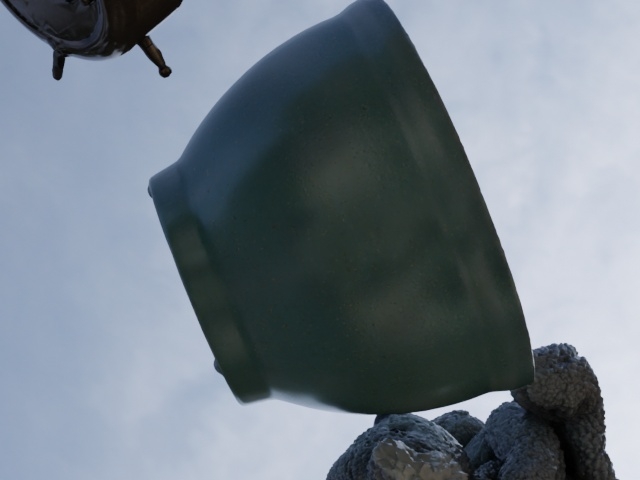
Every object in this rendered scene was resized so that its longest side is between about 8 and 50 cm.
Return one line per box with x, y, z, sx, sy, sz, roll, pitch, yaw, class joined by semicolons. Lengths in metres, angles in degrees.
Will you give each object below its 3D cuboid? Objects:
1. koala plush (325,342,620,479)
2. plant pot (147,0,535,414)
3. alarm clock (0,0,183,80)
0.097;0.196;1.104;0.221;0.196;0.203;6;-123;-36;koala plush
0.000;0.000;1.016;0.196;0.293;0.293;-22;-68;-2;plant pot
-0.141;-0.175;0.791;0.064;0.129;0.192;-44;-33;-33;alarm clock
